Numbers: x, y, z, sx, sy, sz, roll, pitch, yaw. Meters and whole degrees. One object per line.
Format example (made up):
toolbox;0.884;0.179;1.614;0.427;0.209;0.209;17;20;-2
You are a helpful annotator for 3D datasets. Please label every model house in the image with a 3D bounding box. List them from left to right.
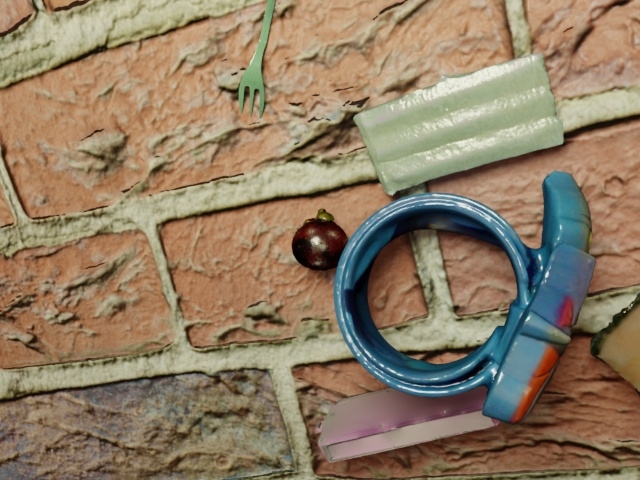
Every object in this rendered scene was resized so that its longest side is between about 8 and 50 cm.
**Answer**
model house;0.475;0.145;0.723;0.172;0.166;0.183;37;100;-17

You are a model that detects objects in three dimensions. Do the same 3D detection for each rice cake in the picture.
rice cake;0.168;-0.143;0.748;0.237;0.043;0.127;-17;103;19

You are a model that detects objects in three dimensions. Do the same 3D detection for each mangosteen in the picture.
mangosteen;0.000;0.003;0.826;0.080;0.081;0.081;5;111;13

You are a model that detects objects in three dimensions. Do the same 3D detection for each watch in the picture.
watch;0.169;0.038;0.727;0.274;0.241;0.305;19;89;18

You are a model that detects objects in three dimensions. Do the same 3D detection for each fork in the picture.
fork;-0.074;-0.274;0.775;0.039;0.021;0.235;16;113;5

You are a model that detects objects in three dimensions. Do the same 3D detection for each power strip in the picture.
power strip;0.125;0.248;0.864;0.278;0.109;0.038;-20;105;20
